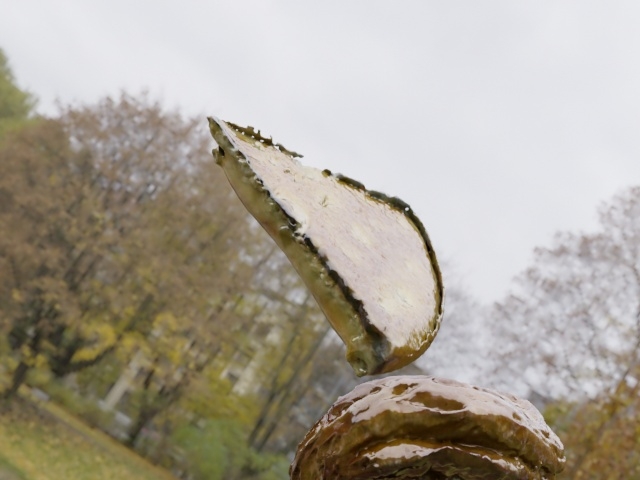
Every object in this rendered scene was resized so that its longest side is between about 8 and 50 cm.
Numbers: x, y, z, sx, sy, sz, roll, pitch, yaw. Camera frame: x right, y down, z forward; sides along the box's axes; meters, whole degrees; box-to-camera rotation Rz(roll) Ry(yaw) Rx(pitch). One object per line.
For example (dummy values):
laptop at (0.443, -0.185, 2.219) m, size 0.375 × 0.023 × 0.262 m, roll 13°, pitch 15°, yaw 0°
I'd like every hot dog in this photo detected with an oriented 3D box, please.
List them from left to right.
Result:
hot dog at (0.043, 0.092, 0.460) m, size 0.065 × 0.099 × 0.147 m, roll 60°, pitch 10°, yaw 18°

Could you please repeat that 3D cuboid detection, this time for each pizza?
pizza at (0.000, 0.000, 0.636) m, size 0.176 × 0.036 × 0.185 m, roll 34°, pitch 24°, yaw -18°
